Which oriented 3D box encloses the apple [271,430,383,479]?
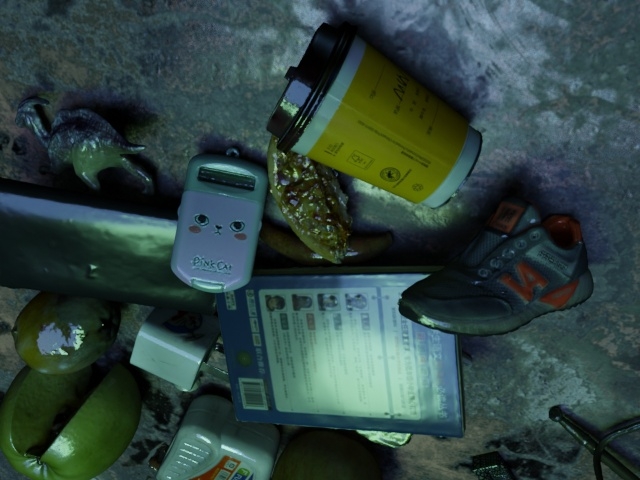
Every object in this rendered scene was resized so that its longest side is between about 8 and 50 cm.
[{"bbox_3d":[0.009,0.549,1.202,0.256,0.234,0.257,8,125,12],"label":"apple"}]

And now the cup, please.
[{"bbox_3d":[0.074,-0.165,0.794,0.279,0.196,0.196,27,124,-12],"label":"cup"}]

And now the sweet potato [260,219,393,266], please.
[{"bbox_3d":[-0.003,0.010,0.987,0.255,0.058,0.078,8,106,13],"label":"sweet potato"}]

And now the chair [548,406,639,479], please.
[{"bbox_3d":[0.668,0.468,0.913,0.362,0.365,0.410,-35,110,29],"label":"chair"}]

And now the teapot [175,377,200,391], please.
[{"bbox_3d":[-0.289,0.277,1.225,0.067,0.057,0.083,13,115,4],"label":"teapot"}]

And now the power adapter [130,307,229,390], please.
[{"bbox_3d":[-0.250,0.216,1.132,0.204,0.130,0.125,24,123,-1],"label":"power adapter"}]

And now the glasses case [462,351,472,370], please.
[{"bbox_3d":[0.246,0.215,1.062,0.083,0.021,0.032,32,122,-5],"label":"glasses case"}]

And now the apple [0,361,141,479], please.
[{"bbox_3d":[-0.543,0.382,1.236,0.291,0.254,0.292,9,127,12],"label":"apple"}]

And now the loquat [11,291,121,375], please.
[{"bbox_3d":[-0.506,0.170,1.143,0.227,0.179,0.179,-33,108,15],"label":"loquat"}]

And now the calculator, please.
[{"bbox_3d":[-0.168,-0.034,0.952,0.141,0.045,0.246,12,93,-4],"label":"calculator"}]

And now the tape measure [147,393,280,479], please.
[{"bbox_3d":[-0.230,0.475,1.286,0.265,0.130,0.258,25,126,-8],"label":"tape measure"}]

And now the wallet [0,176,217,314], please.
[{"bbox_3d":[-0.373,0.019,1.026,0.405,0.062,0.229,9,123,-10],"label":"wallet"}]

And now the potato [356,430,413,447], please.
[{"bbox_3d":[0.122,0.229,1.044,0.160,0.111,0.272,10,109,17],"label":"potato"}]

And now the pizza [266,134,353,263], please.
[{"bbox_3d":[-0.024,-0.075,0.913,0.127,0.058,0.247,-7,106,26],"label":"pizza"}]

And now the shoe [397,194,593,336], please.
[{"bbox_3d":[0.263,0.024,0.817,0.336,0.132,0.171,-10,107,-25],"label":"shoe"}]

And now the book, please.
[{"bbox_3d":[0.026,0.191,0.985,0.427,0.039,0.300,-2,104,19],"label":"book"}]

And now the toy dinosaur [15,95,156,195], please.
[{"bbox_3d":[-0.411,-0.154,0.983,0.294,0.077,0.162,10,129,11],"label":"toy dinosaur"}]

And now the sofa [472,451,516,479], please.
[{"bbox_3d":[0.370,0.500,1.189,0.060,0.039,0.118,-25,111,26],"label":"sofa"}]
